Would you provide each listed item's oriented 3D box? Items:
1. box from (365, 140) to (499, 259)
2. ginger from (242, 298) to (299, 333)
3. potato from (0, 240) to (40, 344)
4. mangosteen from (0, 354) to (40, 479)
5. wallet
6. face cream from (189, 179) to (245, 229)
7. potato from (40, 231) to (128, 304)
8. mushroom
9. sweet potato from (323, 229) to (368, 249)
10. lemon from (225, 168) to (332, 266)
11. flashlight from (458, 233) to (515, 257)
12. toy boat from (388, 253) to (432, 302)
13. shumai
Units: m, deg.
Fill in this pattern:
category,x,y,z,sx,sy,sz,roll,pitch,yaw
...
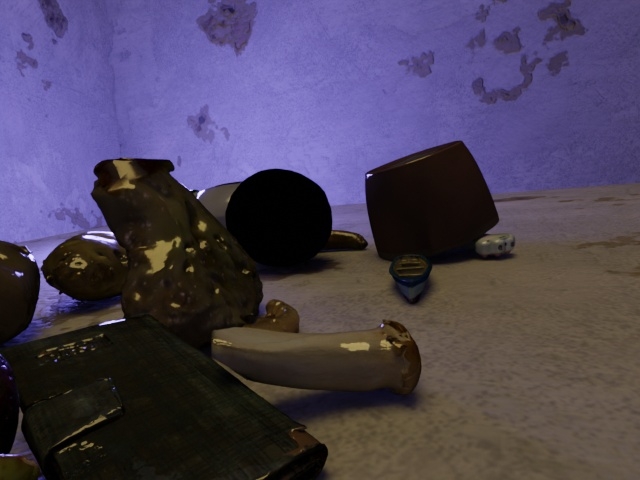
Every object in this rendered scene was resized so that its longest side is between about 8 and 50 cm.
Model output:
category,x,y,z,sx,sy,sz,roll,pitch,yaw
box,0.256,-0.104,1.084,0.300,0.217,0.301,-17,9,3
ginger,-0.065,0.123,0.613,0.069,0.051,0.173,1,6,11
potato,-0.567,0.095,0.758,0.164,0.165,0.262,-9,22,-19
mangosteen,-0.286,0.147,0.294,0.180,0.166,0.166,34,32,32
wallet,-0.157,0.142,0.392,0.168,0.044,0.316,-11,21,-43
face cream,-0.268,-0.076,1.425,0.356,0.220,0.312,-7,10,13
potato,-0.505,0.060,1.003,0.191,0.142,0.296,9,5,-11
mushroom,-0.001,0.115,0.437,0.208,0.071,0.084,4,14,-13
sweet potato,0.000,0.000,1.268,0.272,0.076,0.075,0,10,10
lemon,-0.100,-0.055,1.115,0.245,0.246,0.319,-15,21,-43
flashlight,0.364,0.007,1.039,0.093,0.048,0.200,-13,8,-17
toy boat,0.165,0.064,0.815,0.080,0.046,0.229,-4,10,10
shumai,-0.217,0.002,0.713,0.216,0.284,0.346,-7,9,0
